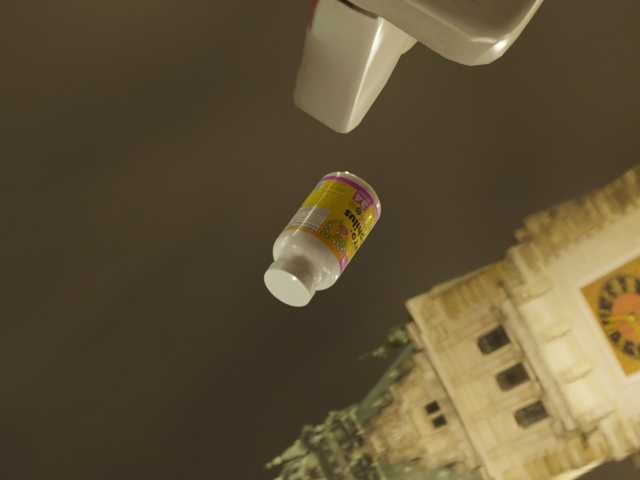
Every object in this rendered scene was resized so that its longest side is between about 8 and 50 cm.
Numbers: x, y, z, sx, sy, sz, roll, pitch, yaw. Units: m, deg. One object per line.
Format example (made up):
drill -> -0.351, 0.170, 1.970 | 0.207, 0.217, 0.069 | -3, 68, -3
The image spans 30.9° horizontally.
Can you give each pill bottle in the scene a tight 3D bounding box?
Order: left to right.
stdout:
pill bottle -> 0.000, 0.000, 0.693 | 0.043, 0.043, 0.083 | 40, -125, -7

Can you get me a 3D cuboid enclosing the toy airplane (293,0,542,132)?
toy airplane -> 0.079, -0.227, 0.420 | 0.272, 0.386, 0.384 | 53, -154, 13
